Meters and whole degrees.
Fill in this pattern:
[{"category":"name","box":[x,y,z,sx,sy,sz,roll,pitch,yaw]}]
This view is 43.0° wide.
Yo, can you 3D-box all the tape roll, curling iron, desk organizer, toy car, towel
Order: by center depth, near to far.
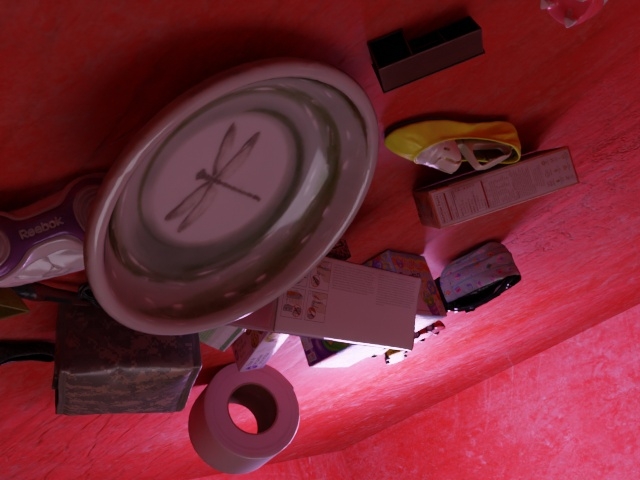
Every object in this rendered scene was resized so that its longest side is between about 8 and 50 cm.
[{"category":"desk organizer","box":[0.124,-0.227,0.958,0.130,0.047,0.050,-21,156,5]},{"category":"curling iron","box":[-0.428,0.064,1.221,0.274,0.035,0.068,14,121,-46]},{"category":"towel","box":[-0.224,0.150,1.512,0.152,0.023,0.113,27,140,-15]},{"category":"tape roll","box":[-0.192,0.441,2.018,0.246,0.246,0.169,-7,156,-27]},{"category":"toy car","box":[0.176,0.261,2.091,0.225,0.053,0.239,-3,150,-35]}]

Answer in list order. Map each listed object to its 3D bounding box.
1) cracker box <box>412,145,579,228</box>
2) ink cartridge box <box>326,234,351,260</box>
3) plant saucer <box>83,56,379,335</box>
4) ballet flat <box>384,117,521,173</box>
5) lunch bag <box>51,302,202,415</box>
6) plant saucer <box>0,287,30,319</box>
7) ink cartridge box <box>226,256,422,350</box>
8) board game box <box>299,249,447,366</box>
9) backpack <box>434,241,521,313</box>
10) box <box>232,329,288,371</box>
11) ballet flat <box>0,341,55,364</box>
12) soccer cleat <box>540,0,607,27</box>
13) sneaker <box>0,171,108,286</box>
[{"category":"cracker box","box":[0.277,-0.084,1.318,0.232,0.067,0.156,-18,-176,-2]},{"category":"ink cartridge box","box":[0.000,0.000,1.370,0.029,0.063,0.115,-33,153,30]},{"category":"plant saucer","box":[-0.112,-0.061,0.988,0.400,0.100,0.400,-27,144,-22]},{"category":"ballet flat","box":[0.204,-0.137,1.194,0.230,0.077,0.077,-6,154,-29]},{"category":"lunch bag","box":[-0.349,0.220,1.439,0.235,0.169,0.287,1,147,-20]},{"category":"plant saucer","box":[-0.527,0.076,1.096,0.188,0.045,0.188,-14,159,27]},{"category":"ink cartridge box","box":[-0.039,0.093,1.344,0.309,0.130,0.271,14,171,-42]},{"category":"board game box","box":[0.097,0.149,1.697,0.275,0.142,0.144,-33,155,31]},{"category":"backpack","box":[0.344,0.084,1.784,0.182,0.115,0.152,-32,166,27]},{"category":"box","box":[-0.116,0.196,1.740,0.063,0.067,0.324,-7,156,-25]},{"category":"ballet flat","box":[-0.527,0.211,1.460,0.057,0.049,0.173,-33,154,34]},{"category":"soccer cleat","box":[0.315,-0.330,0.850,0.095,0.083,0.248,-41,166,-31]},{"category":"sneaker","box":[-0.336,-0.012,1.054,0.305,0.114,0.152,-13,178,-18]}]
